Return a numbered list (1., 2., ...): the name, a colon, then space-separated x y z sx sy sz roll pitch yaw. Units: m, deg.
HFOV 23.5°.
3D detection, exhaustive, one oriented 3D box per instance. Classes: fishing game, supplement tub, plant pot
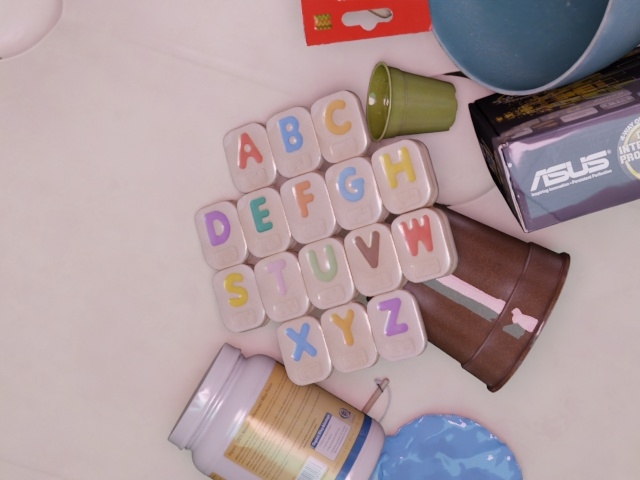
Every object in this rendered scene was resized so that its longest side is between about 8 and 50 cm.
1. fishing game: 0.137 0.282 1.733 0.264 0.041 0.189 29 104 -1
2. supplement tub: -0.047 0.211 1.644 0.200 0.144 0.144 31 104 -3
3. plant pot: 0.096 -0.140 1.583 0.079 0.083 0.083 2 108 -14
4. plant pot: 0.147 0.047 1.601 0.165 0.167 0.167 29 105 -3
5. plant pot: 0.248 -0.291 1.455 0.195 0.290 0.290 -11 111 -33

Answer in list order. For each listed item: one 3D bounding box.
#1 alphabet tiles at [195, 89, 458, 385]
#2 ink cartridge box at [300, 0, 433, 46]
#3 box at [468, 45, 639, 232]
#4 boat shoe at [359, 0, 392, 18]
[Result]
1. alphabet tiles: 0.000 0.000 1.568 0.284 0.021 0.278 -17 86 32
2. ink cartridge box: 0.044 -0.281 1.452 0.145 0.045 0.179 -10 96 -26
3. box: 0.349 -0.131 1.460 0.395 0.318 0.097 -17 104 5
4. boat shoe: -0.006 -0.352 1.496 0.098 0.109 0.302 -37 99 11
